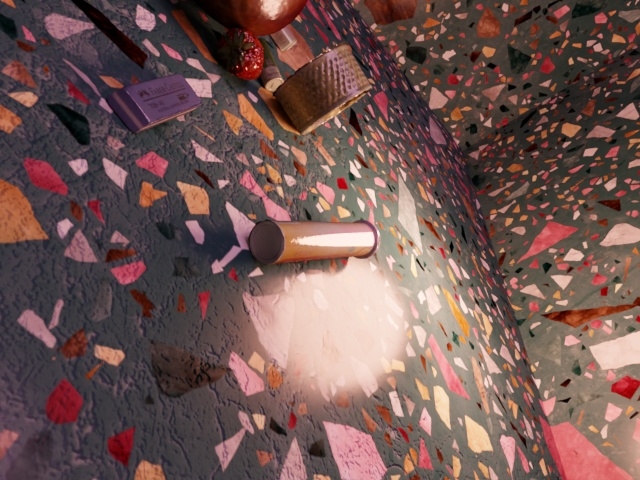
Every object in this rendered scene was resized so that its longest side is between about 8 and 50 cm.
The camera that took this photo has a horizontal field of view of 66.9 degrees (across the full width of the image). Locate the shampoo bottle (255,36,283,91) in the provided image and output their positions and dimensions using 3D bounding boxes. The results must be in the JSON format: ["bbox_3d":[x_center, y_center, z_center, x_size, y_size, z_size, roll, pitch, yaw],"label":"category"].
[{"bbox_3d":[-0.172,-0.550,1.456,0.065,0.065,0.204,4,59,-57],"label":"shampoo bottle"}]

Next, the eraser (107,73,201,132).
[{"bbox_3d":[-0.324,-0.279,0.969,0.082,0.036,0.225,54,27,-12],"label":"eraser"}]

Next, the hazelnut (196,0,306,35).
[{"bbox_3d":[-0.207,-0.758,1.285,0.421,0.353,0.420,-6,90,-70],"label":"hazelnut"}]

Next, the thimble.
[{"bbox_3d":[0.009,-0.443,1.432,0.150,0.271,0.271,56,28,-8],"label":"thimble"}]

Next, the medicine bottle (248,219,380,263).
[{"bbox_3d":[0.000,0.000,1.156,0.426,0.108,0.108,-2,64,-57],"label":"medicine bottle"}]

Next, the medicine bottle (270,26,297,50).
[{"bbox_3d":[-0.142,-0.727,1.692,0.118,0.055,0.074,53,29,-13],"label":"medicine bottle"}]

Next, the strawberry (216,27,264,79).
[{"bbox_3d":[-0.200,-0.496,1.298,0.148,0.131,0.131,-15,75,-53],"label":"strawberry"}]
